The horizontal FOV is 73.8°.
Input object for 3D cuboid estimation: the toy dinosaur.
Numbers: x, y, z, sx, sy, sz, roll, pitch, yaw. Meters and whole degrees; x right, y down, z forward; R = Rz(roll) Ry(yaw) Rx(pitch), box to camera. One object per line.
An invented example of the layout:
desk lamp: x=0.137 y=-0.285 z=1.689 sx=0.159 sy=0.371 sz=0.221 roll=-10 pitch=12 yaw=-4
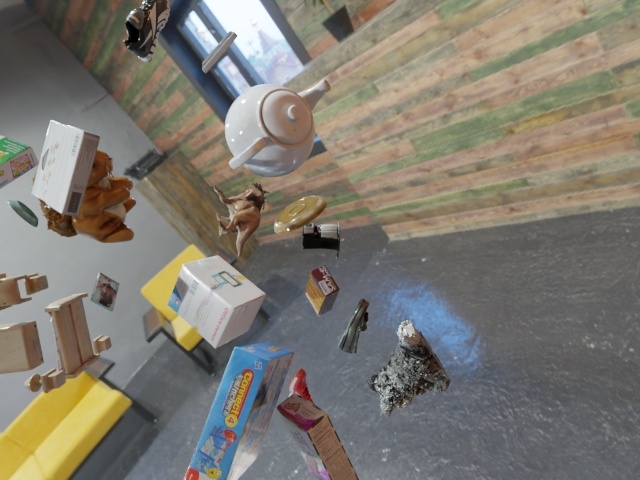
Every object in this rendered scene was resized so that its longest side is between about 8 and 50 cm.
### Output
toy dinosaur: x=-0.255 y=-0.096 z=1.471 sx=0.200 sy=0.127 sz=0.296 roll=-7 pitch=58 yaw=-15

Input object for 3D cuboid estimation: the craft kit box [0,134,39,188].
craft kit box: x=-0.809 y=-0.159 z=0.914 sx=0.061 sy=0.249 sz=0.247 roll=100 pitch=-167 yaw=-48

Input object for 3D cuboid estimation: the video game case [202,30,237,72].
video game case: x=-0.191 y=-0.357 z=0.800 sx=0.087 sy=0.011 sz=0.122 roll=-45 pitch=29 yaw=10

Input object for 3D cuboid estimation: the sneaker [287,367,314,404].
sneaker: x=-0.050 y=0.579 z=1.594 sx=0.128 sy=0.221 sz=0.087 roll=29 pitch=43 yaw=21

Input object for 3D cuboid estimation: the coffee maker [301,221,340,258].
coffee maker: x=0.000 y=0.000 z=1.968 sx=0.178 sy=0.171 sz=0.120 roll=1 pitch=5 yaw=0

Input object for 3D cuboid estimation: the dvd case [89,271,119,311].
dvd case: x=-0.750 y=0.179 z=1.485 sx=0.013 sy=0.087 sz=0.120 roll=-27 pitch=44 yaw=16

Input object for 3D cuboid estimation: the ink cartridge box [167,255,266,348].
ink cartridge box: x=-0.391 y=0.224 z=1.611 sx=0.197 sy=0.270 sz=0.198 roll=-17 pitch=-41 yaw=-61

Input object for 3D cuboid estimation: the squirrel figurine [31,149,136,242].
squirrel figurine: x=-0.985 y=-0.201 z=1.747 sx=0.396 sy=0.371 sz=0.281 roll=-7 pitch=43 yaw=-6

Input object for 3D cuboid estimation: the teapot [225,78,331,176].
teapot: x=-0.110 y=-0.286 z=1.073 sx=0.187 sy=0.252 sz=0.256 roll=-11 pitch=78 yaw=58

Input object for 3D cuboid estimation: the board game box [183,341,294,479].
board game box: x=-0.180 y=0.413 z=1.046 sx=0.308 sy=0.086 sz=0.302 roll=55 pitch=-126 yaw=-77

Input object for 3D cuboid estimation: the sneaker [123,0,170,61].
sneaker: x=-0.532 y=-0.672 z=1.294 sx=0.234 sy=0.078 sz=0.106 roll=-66 pitch=-17 yaw=13

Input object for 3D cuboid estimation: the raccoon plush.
raccoon plush: x=0.269 y=0.460 z=1.576 sx=0.299 sy=0.446 sz=0.216 roll=-32 pitch=34 yaw=8

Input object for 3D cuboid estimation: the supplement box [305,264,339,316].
supplement box: x=0.004 y=0.219 z=1.825 sx=0.073 sy=0.130 sz=0.239 roll=-24 pitch=-23 yaw=-20

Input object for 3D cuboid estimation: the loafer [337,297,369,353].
loafer: x=0.150 y=0.345 z=1.699 sx=0.096 sy=0.084 sz=0.268 roll=-50 pitch=-16 yaw=-58

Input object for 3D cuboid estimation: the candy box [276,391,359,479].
candy box: x=-0.008 y=0.528 z=1.105 sx=0.071 sy=0.234 sz=0.159 roll=-31 pitch=18 yaw=-28

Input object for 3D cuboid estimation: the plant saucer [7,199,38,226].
plant saucer: x=-1.002 y=-0.096 z=1.445 sx=0.021 sy=0.119 sz=0.119 roll=-42 pitch=22 yaw=-14

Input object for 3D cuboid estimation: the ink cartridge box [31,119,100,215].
ink cartridge box: x=-0.855 y=-0.246 z=1.423 sx=0.238 sy=0.060 sz=0.275 roll=22 pitch=97 yaw=34

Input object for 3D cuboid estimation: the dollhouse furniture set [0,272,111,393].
dollhouse furniture set: x=-0.737 y=0.213 z=1.116 sx=0.173 sy=0.304 sz=0.355 roll=-7 pitch=7 yaw=0

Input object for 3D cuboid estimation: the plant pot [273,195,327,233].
plant pot: x=-0.085 y=-0.109 z=1.654 sx=0.236 sy=0.032 sz=0.236 roll=-24 pitch=25 yaw=12
